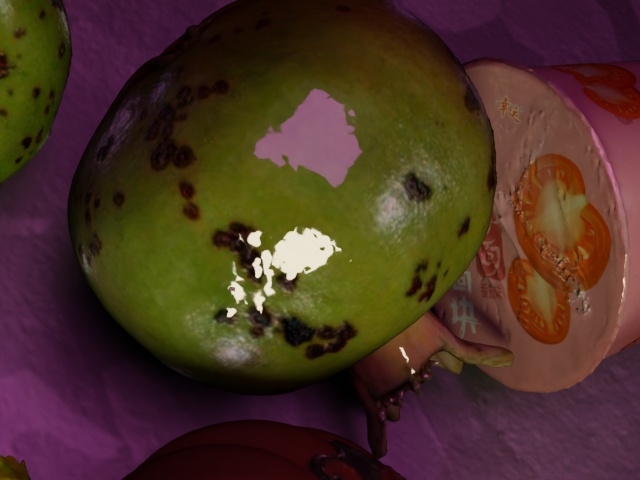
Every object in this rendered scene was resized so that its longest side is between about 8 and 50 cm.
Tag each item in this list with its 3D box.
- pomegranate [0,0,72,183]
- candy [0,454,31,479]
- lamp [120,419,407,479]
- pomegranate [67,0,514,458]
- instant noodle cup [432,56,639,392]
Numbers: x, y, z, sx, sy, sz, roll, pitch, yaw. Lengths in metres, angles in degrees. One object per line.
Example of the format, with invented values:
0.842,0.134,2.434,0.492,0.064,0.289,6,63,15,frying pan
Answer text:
-0.256,-0.116,0.880,0.211,0.263,0.211,-8,113,-20,pomegranate
-0.257,0.148,0.790,0.077,0.262,0.073,-7,78,24,candy
-0.017,0.251,0.803,0.303,0.257,0.303,39,27,-25,lamp
-0.010,-0.001,0.910,0.291,0.291,0.323,-23,88,-26,pomegranate
0.222,-0.028,1.029,0.231,0.243,0.243,-13,75,-30,instant noodle cup
